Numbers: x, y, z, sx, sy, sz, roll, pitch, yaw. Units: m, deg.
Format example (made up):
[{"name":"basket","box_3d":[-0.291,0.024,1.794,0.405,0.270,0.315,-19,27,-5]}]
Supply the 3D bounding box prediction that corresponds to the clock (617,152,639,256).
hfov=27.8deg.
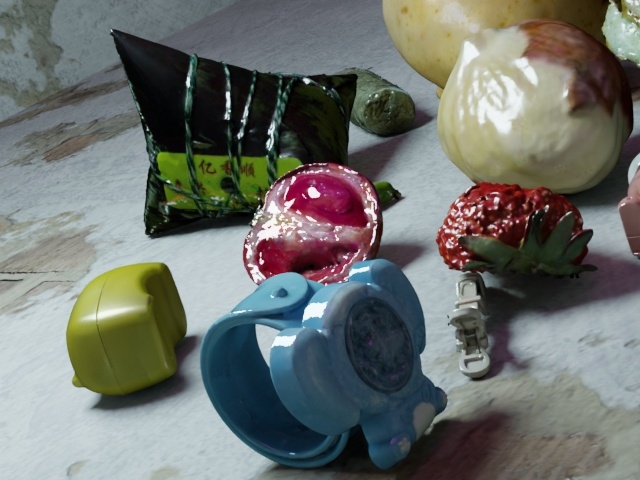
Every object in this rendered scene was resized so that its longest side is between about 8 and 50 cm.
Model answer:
[{"name":"clock","box_3d":[0.415,-0.064,1.438,0.165,0.093,0.162,-8,27,29]}]

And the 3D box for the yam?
[{"name":"yam","box_3d":[0.092,-0.237,2.237,0.107,0.107,0.183,-22,21,-11]}]

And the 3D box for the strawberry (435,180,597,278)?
[{"name":"strawberry","box_3d":[0.218,-0.018,1.459,0.174,0.098,0.228,5,7,1]}]

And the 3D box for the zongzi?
[{"name":"zongzi","box_3d":[-0.146,-0.192,1.951,0.383,0.362,0.319,-13,38,9]}]

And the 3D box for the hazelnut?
[{"name":"hazelnut","box_3d":[0.274,-0.172,1.674,0.261,0.241,0.261,-41,19,17]}]

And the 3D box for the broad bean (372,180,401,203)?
[{"name":"broad bean","box_3d":[0.013,-0.026,1.801,0.256,0.053,0.052,-30,-22,-37]}]

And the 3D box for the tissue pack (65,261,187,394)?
[{"name":"tissue pack","box_3d":[-0.236,0.105,1.546,0.127,0.123,0.178,-13,20,5]}]

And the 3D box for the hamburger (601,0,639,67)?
[{"name":"hamburger","box_3d":[0.575,-0.316,1.776,0.276,0.195,0.318,-3,20,-32]}]

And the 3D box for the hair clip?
[{"name":"hair clip","box_3d":[0.158,0.065,1.374,0.034,0.072,0.226,-11,19,11]}]

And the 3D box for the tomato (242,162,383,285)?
[{"name":"tomato","box_3d":[0.000,0.000,1.666,0.173,0.099,0.189,19,76,23]}]

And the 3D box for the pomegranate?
[{"name":"pomegranate","box_3d":[0.288,-0.372,2.049,0.411,0.412,0.411,-16,19,6]}]

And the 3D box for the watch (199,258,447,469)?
[{"name":"watch","box_3d":[-0.009,0.128,1.220,0.193,0.211,0.211,-22,13,40]}]
